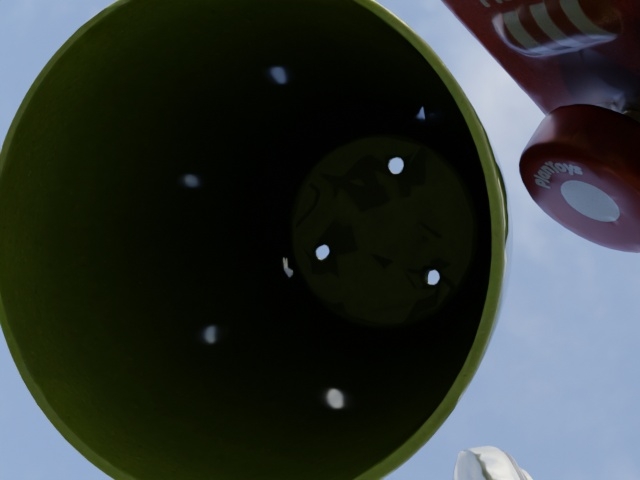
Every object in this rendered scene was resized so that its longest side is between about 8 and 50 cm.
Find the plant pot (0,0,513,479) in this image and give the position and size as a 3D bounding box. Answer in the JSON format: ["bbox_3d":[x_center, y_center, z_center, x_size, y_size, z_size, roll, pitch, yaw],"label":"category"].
[{"bbox_3d":[0.000,0.000,0.858,0.275,0.293,0.274,0,-90,18],"label":"plant pot"}]

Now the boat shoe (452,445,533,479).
[{"bbox_3d":[0.161,0.238,0.878,0.096,0.088,0.267,104,-31,-46],"label":"boat shoe"}]

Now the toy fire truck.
[{"bbox_3d":[0.177,-0.135,0.784,0.254,0.302,0.169,42,-110,-21],"label":"toy fire truck"}]
